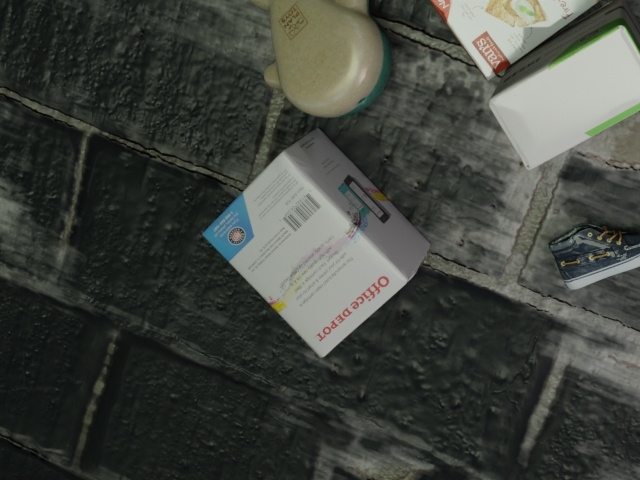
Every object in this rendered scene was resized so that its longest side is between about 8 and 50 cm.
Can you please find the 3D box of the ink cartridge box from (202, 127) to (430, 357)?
[{"bbox_3d":[0.000,0.000,1.774,0.270,0.197,0.198,46,113,-1],"label":"ink cartridge box"}]

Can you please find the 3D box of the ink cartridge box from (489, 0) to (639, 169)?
[{"bbox_3d":[0.355,-0.223,1.558,0.198,0.273,0.115,-29,99,23],"label":"ink cartridge box"}]

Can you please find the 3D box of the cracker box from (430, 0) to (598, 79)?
[{"bbox_3d":[0.290,-0.360,1.624,0.232,0.067,0.156,-36,95,13],"label":"cracker box"}]

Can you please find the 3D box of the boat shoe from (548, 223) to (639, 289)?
[{"bbox_3d":[0.440,0.005,1.715,0.183,0.065,0.083,-26,99,23],"label":"boat shoe"}]

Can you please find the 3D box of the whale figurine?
[{"bbox_3d":[0.002,-0.311,1.731,0.216,0.141,0.272,-44,66,23],"label":"whale figurine"}]
